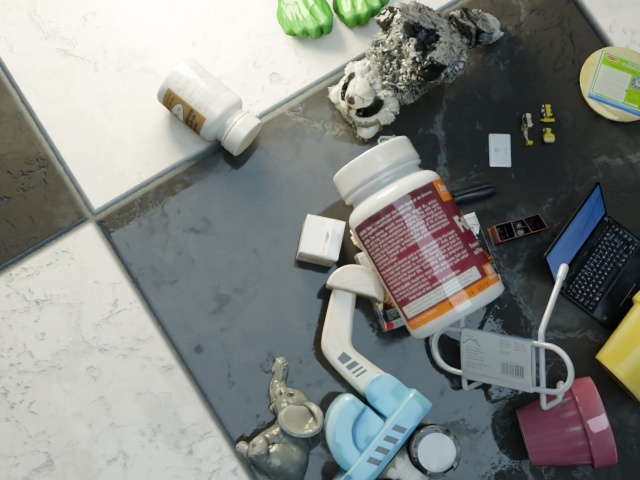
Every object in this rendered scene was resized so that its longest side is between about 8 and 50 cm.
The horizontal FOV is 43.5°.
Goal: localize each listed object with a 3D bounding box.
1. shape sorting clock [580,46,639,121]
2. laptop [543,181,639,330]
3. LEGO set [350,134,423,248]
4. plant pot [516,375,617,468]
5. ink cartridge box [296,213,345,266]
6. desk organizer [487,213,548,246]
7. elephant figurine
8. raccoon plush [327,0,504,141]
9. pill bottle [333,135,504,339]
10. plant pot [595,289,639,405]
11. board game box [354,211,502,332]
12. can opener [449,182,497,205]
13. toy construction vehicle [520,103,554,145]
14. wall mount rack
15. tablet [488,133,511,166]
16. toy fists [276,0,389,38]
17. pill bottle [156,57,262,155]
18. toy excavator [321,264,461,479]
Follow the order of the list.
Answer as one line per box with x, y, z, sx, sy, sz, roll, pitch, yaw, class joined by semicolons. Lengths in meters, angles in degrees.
0.754;-0.393;2.018;0.206;0.040;0.206;0;79;-1;shape sorting clock
0.670;0.039;1.890;0.264;0.136;0.234;38;80;2;laptop
0.177;-0.103;1.909;0.132;0.107;0.287;12;83;32;LEGO set
0.543;0.422;1.796;0.180;0.201;0.201;-16;82;9;plant pot
0.000;0.000;1.834;0.089;0.143;0.092;12;79;-3;ink cartridge box
0.475;-0.028;1.927;0.130;0.050;0.047;-16;82;-8;desk organizer
-0.063;0.405;1.762;0.186;0.169;0.239;48;64;-22;elephant figurine
0.236;-0.391;1.943;0.446;0.299;0.216;-7;62;-38;raccoon plush
0.202;-0.009;1.714;0.224;0.224;0.392;-28;84;-9;pill bottle
0.771;0.248;1.821;0.239;0.254;0.254;-42;86;4;plant pot
0.255;0.074;1.889;0.305;0.053;0.193;-20;83;-8;board game box
0.335;-0.102;1.933;0.186;0.073;0.059;-22;44;-11;can opener
0.539;-0.286;1.989;0.085;0.035;0.098;-7;84;-17;toy construction vehicle
0.417;0.199;1.762;0.130;0.350;0.304;-13;104;-45;wall mount rack
0.443;-0.222;1.980;0.054;0.006;0.083;1;80;-5;tablet
0.029;-0.575;1.962;0.279;0.096;0.142;-18;72;-6;toy fists
-0.256;-0.307;1.870;0.229;0.131;0.131;39;79;2;pill bottle
0.100;0.334;1.738;0.445;0.222;0.433;39;82;2;toy excavator
